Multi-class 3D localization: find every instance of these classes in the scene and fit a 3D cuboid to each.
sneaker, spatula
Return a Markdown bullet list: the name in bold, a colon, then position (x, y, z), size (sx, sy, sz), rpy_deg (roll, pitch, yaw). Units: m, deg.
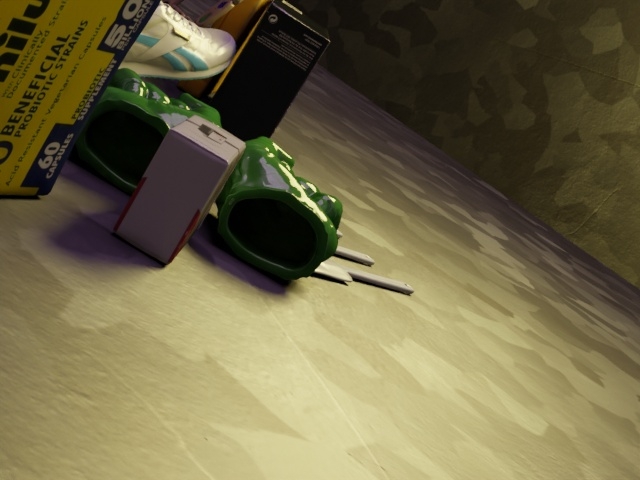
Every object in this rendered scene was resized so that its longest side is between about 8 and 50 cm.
- **sneaker**: position (-0.199, -0.262, 1.666), size (0.229, 0.092, 0.087), rpy_deg (-6, 31, -41)
- **spatula**: position (0.000, 0.000, 1.425), size (0.168, 0.019, 0.242), rpy_deg (38, 12, 31)

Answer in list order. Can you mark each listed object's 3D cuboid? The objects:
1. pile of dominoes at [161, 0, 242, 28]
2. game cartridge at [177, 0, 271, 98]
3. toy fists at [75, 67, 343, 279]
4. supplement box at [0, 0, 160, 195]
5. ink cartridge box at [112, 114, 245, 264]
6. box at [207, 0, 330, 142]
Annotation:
- **pile of dominoes**: position (-0.227, -0.349, 1.881), size (0.040, 0.196, 0.251), rpy_deg (55, -4, -35)
- **game cartridge**: position (-0.099, -0.369, 1.985), size (0.053, 0.323, 0.285), rpy_deg (35, 10, -2)
- **toy fists**: position (-0.102, -0.067, 1.236), size (0.279, 0.096, 0.142), rpy_deg (29, 10, -8)
- **supplement box**: position (-0.288, -0.160, 0.851), size (0.195, 0.194, 0.356), rpy_deg (35, 11, 14)
- **ink cartridge box**: position (-0.115, -0.046, 1.085), size (0.056, 0.099, 0.135), rpy_deg (31, 10, -3)
- **box**: position (-0.074, -0.240, 1.850), size (0.103, 0.184, 0.261), rpy_deg (34, 11, -7)
